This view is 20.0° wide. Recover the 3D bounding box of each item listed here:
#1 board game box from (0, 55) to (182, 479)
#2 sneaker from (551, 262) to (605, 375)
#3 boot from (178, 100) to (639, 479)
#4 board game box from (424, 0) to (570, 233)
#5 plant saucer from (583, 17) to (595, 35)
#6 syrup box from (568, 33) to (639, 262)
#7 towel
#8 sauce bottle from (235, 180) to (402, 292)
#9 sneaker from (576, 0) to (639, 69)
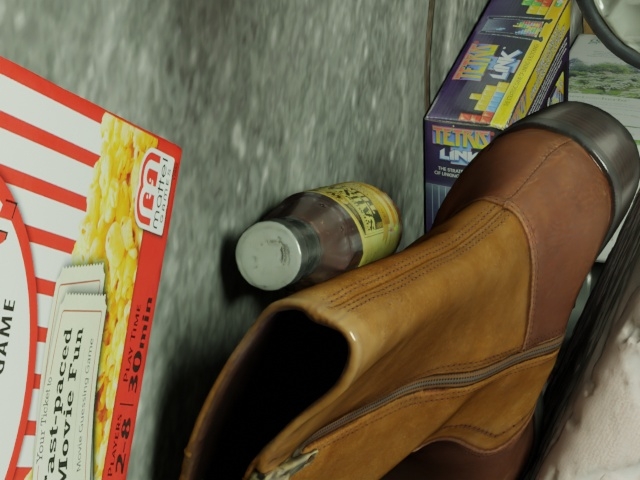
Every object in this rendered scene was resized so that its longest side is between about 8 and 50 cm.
[{"bbox_3d":[-0.093,0.032,0.397,0.193,0.045,0.146,23,75,-74],"label":"board game box"},{"bbox_3d":[0.250,0.056,1.450,0.341,0.140,0.125,14,82,-76],"label":"sneaker"},{"bbox_3d":[0.024,0.089,0.737,0.280,0.096,0.264,-37,161,-55],"label":"boot"},{"bbox_3d":[0.104,-0.047,1.051,0.170,0.048,0.141,-58,150,-53],"label":"board game box"},{"bbox_3d":[0.229,-0.203,1.479,0.083,0.015,0.083,7,90,-75],"label":"plant saucer"},{"bbox_3d":[0.213,-0.073,1.340,0.237,0.093,0.096,-52,146,-61],"label":"syrup box"},{"bbox_3d":[0.138,0.114,0.960,0.317,0.053,0.331,-45,158,-73],"label":"towel"},{"bbox_3d":[0.000,0.000,0.716,0.128,0.042,0.042,-23,119,-74],"label":"sauce bottle"},{"bbox_3d":[0.121,-0.166,0.503,0.163,0.086,0.226,-37,132,-66],"label":"sneaker"}]
